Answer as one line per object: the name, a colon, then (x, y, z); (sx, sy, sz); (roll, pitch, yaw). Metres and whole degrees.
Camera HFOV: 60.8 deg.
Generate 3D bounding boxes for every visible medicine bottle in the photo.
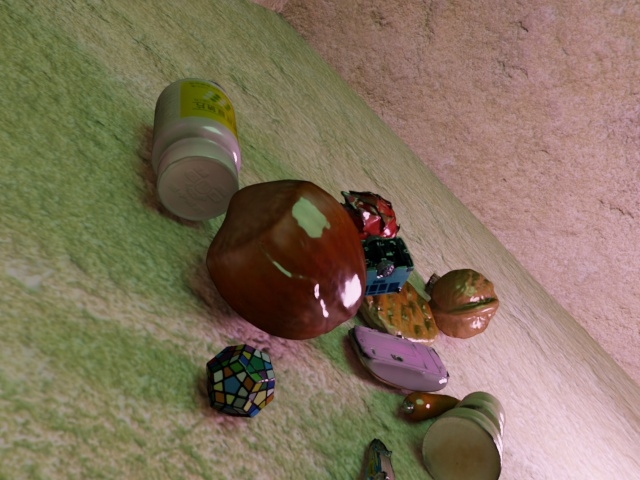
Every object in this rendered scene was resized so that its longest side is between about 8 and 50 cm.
medicine bottle: (-0.310, -0.235, 1.361); (0.214, 0.213, 0.378); (26, 31, -32)

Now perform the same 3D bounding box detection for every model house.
model house: (0.415, 0.166, 1.975); (0.058, 0.057, 0.083); (37, 24, -2)

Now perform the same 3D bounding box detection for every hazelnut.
hazelnut: (-0.060, 0.038, 1.191); (0.373, 0.315, 0.372); (15, 58, -25)

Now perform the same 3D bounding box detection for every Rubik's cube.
Rubik's cube: (-0.143, 0.250, 0.969); (0.133, 0.133, 0.112); (47, -1, 7)

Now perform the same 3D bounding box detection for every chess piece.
chess piece: (0.377, 0.469, 1.336); (0.182, 0.182, 0.330); (51, 21, 16)

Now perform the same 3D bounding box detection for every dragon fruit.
dragon fruit: (0.144, -0.066, 1.763); (0.192, 0.193, 0.274); (7, -44, 56)

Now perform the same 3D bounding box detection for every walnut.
walnut: (0.460, 0.208, 1.791); (0.257, 0.257, 0.224); (-16, 99, -61)

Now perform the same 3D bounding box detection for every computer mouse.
computer mouse: (0.198, 0.308, 1.411); (0.310, 0.071, 0.158); (21, 25, -29)

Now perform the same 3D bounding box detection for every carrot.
carrot: (0.298, 0.421, 1.405); (0.336, 0.069, 0.069); (15, 37, -50)

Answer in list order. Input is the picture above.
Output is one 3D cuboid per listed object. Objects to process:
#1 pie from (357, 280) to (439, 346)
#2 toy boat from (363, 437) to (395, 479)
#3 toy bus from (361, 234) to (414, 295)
pie: (0.207, 0.185, 1.623); (0.340, 0.083, 0.339); (31, 30, -20)
toy boat: (0.120, 0.462, 1.090); (0.084, 0.066, 0.210); (52, 12, -10)
toy bus: (0.104, 0.075, 1.456); (0.256, 0.147, 0.128); (-4, 48, -16)
